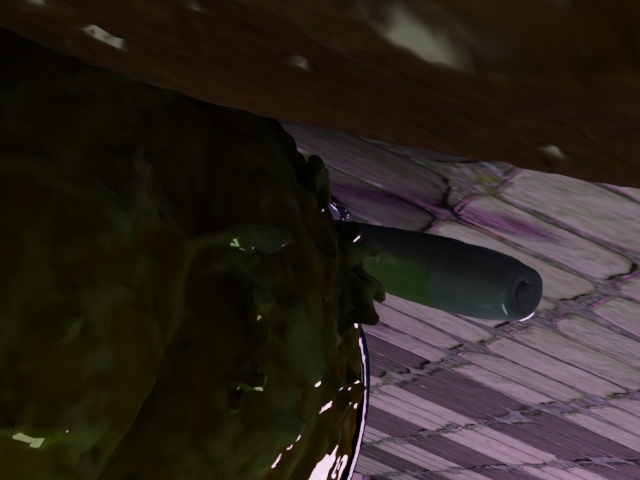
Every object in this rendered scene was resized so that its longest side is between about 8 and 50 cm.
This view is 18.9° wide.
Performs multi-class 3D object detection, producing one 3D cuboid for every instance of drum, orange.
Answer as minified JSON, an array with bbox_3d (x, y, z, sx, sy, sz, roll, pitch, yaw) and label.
[{"bbox_3d":[-0.016,-0.009,0.869,0.130,0.049,0.253,28,170,-26],"label":"drum"},{"bbox_3d":[-0.124,0.005,0.672,0.301,0.223,0.300,31,178,-39],"label":"orange"}]

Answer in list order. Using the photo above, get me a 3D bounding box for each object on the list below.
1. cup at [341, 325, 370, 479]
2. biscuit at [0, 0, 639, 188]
[{"bbox_3d":[-0.140,0.107,1.274,0.292,0.242,0.308,20,175,30],"label":"cup"},{"bbox_3d":[-0.049,-0.105,0.364,0.367,0.063,0.314,15,165,44],"label":"biscuit"}]
